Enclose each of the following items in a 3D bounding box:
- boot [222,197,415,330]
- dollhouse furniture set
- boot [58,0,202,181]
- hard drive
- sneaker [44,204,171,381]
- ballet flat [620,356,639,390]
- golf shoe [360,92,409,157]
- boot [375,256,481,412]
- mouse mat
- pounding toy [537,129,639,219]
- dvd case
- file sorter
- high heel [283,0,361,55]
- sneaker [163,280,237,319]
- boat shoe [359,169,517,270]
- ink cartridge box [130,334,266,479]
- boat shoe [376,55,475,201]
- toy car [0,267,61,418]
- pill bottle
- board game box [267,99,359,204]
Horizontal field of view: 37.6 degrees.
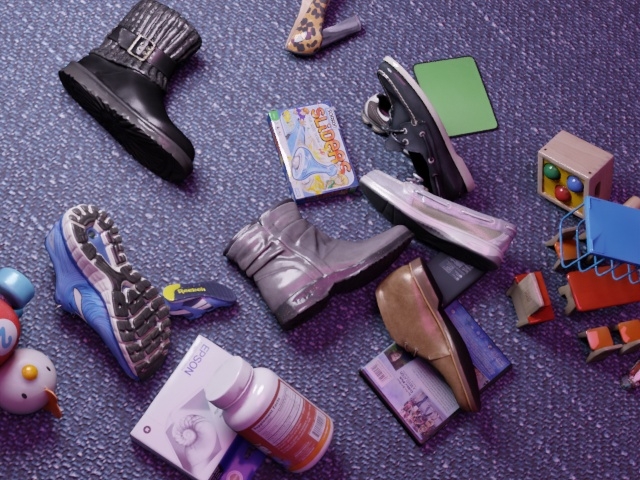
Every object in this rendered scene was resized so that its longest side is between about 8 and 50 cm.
[{"bbox_3d":[0.000,0.000,1.809,0.338,0.118,0.223,-29,71,-24],"label":"boot"},{"bbox_3d":[0.513,0.100,1.849,0.259,0.135,0.262,-9,71,-14],"label":"dollhouse furniture set"},{"bbox_3d":[-0.313,-0.307,1.858,0.348,0.131,0.260,43,67,8],"label":"boot"},{"bbox_3d":[0.253,0.069,1.862,0.135,0.022,0.094,-37,64,-22],"label":"hard drive"},{"bbox_3d":[-0.389,0.103,1.695,0.130,0.147,0.330,-28,92,-52],"label":"sneaker"},{"bbox_3d":[0.642,0.254,1.865,0.114,0.041,0.041,-40,80,-22],"label":"ballet flat"},{"bbox_3d":[0.178,-0.235,1.943,0.198,0.094,0.077,28,65,0],"label":"golf shoe"},{"bbox_3d":[0.206,0.193,1.769,0.115,0.112,0.305,-27,79,11],"label":"boot"},{"bbox_3d":[0.293,-0.313,2.042,0.152,0.007,0.190,-11,72,-14],"label":"mouse mat"},{"bbox_3d":[0.547,-0.094,1.921,0.094,0.181,0.206,-40,53,-21],"label":"pounding toy"},{"bbox_3d":[0.222,0.246,1.798,0.253,0.022,0.180,-35,79,-22],"label":"dvd case"},{"bbox_3d":[0.555,0.006,1.795,0.170,0.104,0.118,13,62,-17],"label":"file sorter"},{"bbox_3d":[-0.046,-0.526,2.012,0.186,0.093,0.261,-28,85,-26],"label":"high heel"},{"bbox_3d":[-0.227,0.113,1.753,0.144,0.059,0.053,0,35,-25],"label":"sneaker"},{"bbox_3d":[0.226,-0.056,1.849,0.320,0.118,0.103,29,76,13],"label":"boat shoe"},{"bbox_3d":[-0.186,0.318,1.679,0.224,0.045,0.223,32,66,2],"label":"ink cartridge box"},{"bbox_3d":[0.183,-0.202,1.858,0.113,0.340,0.127,-36,34,-1],"label":"boat shoe"},{"bbox_3d":[-0.521,0.213,1.588,0.238,0.210,0.219,39,55,-8],"label":"toy car"},{"bbox_3d":[-0.090,0.297,1.624,0.216,0.121,0.121,41,64,-22],"label":"pill bottle"},{"bbox_3d":[-0.016,-0.180,1.915,0.136,0.035,0.201,-14,72,-15],"label":"board game box"}]
